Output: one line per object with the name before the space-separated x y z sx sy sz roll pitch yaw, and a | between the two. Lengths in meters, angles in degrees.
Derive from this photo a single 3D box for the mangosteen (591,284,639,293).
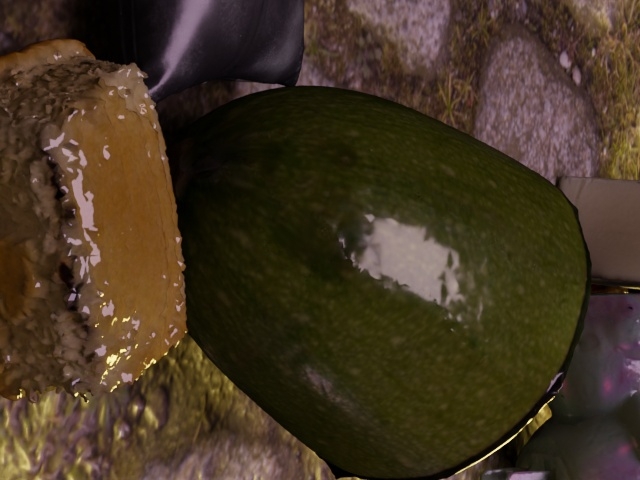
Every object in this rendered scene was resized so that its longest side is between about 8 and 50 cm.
mangosteen | 0.367 0.027 2.212 0.151 0.137 0.137 -14 111 -22

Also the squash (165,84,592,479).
squash | 0.018 -0.006 1.445 0.309 0.310 0.310 45 57 -50

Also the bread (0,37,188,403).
bread | -0.174 -0.013 1.288 0.174 0.121 0.246 -45 129 -57

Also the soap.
soap | 0.352 -0.007 2.104 0.064 0.183 0.121 18 80 -58

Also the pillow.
pillow | -0.083 -0.201 1.422 0.250 0.106 0.186 -17 103 -61

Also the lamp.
lamp | 0.296 0.209 2.058 0.247 0.247 0.301 0 88 -28
